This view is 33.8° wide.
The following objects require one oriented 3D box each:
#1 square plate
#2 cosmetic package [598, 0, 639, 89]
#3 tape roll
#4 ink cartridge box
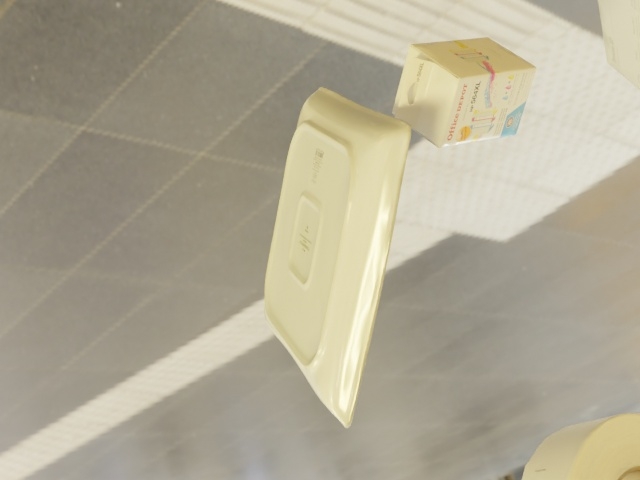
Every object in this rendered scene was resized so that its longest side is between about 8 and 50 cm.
[{"bbox_3d":[0.000,0.000,1.278,0.049,0.344,0.347,6,-167,-18],"label":"square plate"},{"bbox_3d":[0.566,-0.321,1.660,0.097,0.284,0.377,-42,152,-1],"label":"cosmetic package"},{"bbox_3d":[0.387,0.366,1.341,0.286,0.286,0.100,-2,165,-31],"label":"tape roll"},{"bbox_3d":[0.158,-0.170,1.212,0.143,0.090,0.092,-14,130,-34],"label":"ink cartridge box"}]
